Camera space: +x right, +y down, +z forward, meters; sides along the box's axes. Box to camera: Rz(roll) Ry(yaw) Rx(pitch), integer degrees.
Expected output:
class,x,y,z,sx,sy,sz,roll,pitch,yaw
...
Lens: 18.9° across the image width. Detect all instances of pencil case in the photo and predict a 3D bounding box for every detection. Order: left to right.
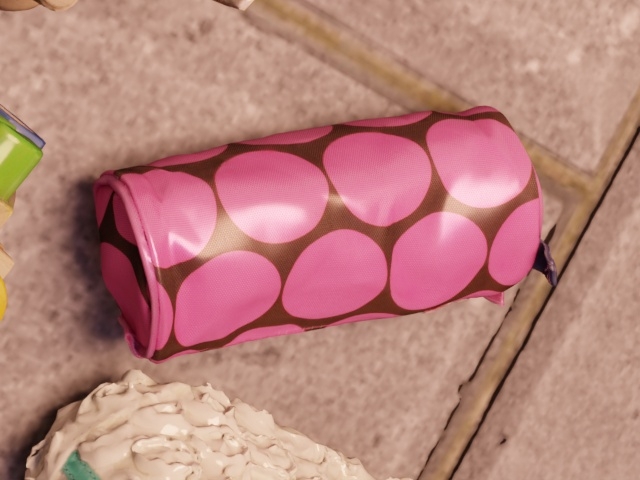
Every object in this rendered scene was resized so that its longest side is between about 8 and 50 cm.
class,x,y,z,sx,sy,sz,roll,pitch,yaw
pencil case,0.000,0.000,0.877,0.209,0.095,0.098,-8,125,-23

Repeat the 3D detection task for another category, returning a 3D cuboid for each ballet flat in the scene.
class,x,y,z,sx,sy,sz,roll,pitch,yaw
ballet flat,0.036,0.192,0.931,0.409,0.147,0.147,26,93,-32

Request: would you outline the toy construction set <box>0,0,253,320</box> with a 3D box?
class,x,y,z,sx,sy,sz,roll,pitch,yaw
toy construction set,-0.154,-0.048,0.690,0.308,0.237,0.257,-30,117,-17
